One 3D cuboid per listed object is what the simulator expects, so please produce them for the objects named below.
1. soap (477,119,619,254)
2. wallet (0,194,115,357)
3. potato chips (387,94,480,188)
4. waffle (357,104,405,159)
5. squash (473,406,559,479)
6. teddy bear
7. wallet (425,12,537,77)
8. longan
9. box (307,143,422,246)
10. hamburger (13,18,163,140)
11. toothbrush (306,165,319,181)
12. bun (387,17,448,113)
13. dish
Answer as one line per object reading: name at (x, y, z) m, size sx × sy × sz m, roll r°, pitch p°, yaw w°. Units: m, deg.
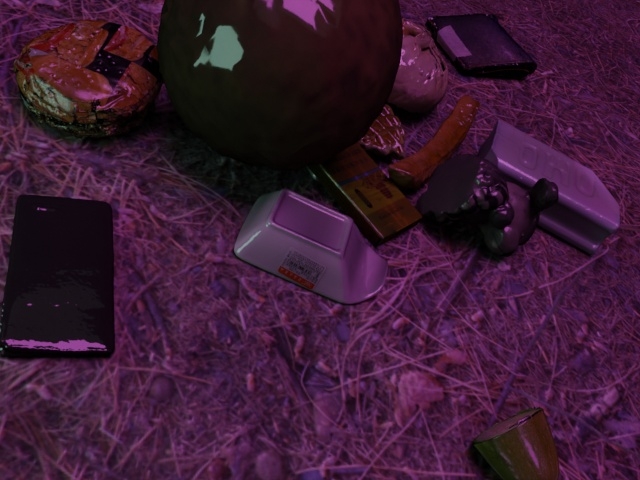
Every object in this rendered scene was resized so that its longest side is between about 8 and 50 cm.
soap at (0.459, -0.114, 1.295) m, size 0.289 × 0.095 × 0.173 m, roll 29°, pitch 42°, yaw 1°
wallet at (-0.320, 0.035, 0.785) m, size 0.124 × 0.025 × 0.244 m, roll 5°, pitch 46°, yaw -24°
potato chips at (0.236, -0.189, 1.268) m, size 0.057 × 0.080 × 0.407 m, roll 24°, pitch 41°, yaw 20°
waffle at (0.072, -0.244, 1.246) m, size 0.213 × 0.054 × 0.208 m, roll 17°, pitch 42°, yaw -17°
squash at (0.272, 0.293, 0.809) m, size 0.105 × 0.105 × 0.132 m, roll -15°, pitch 70°, yaw -38°
teddy bear at (0.319, -0.057, 1.122) m, size 0.250 × 0.171 × 0.144 m, roll 20°, pitch 62°, yaw -18°
wallet at (0.434, -0.526, 1.722) m, size 0.262 × 0.071 × 0.221 m, roll -8°, pitch 58°, yaw -30°
longan at (-0.066, -0.298, 0.975) m, size 0.390 × 0.391 × 0.391 m, roll 15°, pitch 43°, yaw -15°
box at (0.077, -0.086, 1.100) m, size 0.121 × 0.030 × 0.193 m, roll -25°, pitch 71°, yaw -42°
hamburger at (-0.364, -0.258, 0.997) m, size 0.230 × 0.107 × 0.231 m, roll 14°, pitch 51°, yaw -18°
toothbrush at (-0.091, -0.264, 1.201) m, size 0.042 × 0.040 × 0.418 m, roll -9°, pitch 58°, yaw -36°
bun at (0.170, -0.406, 1.384) m, size 0.287 × 0.146 × 0.287 m, roll 20°, pitch 34°, yaw -14°
dish at (0.000, 0.000, 0.962) m, size 0.234 × 0.064 × 0.154 m, roll 25°, pitch 41°, yaw -6°
